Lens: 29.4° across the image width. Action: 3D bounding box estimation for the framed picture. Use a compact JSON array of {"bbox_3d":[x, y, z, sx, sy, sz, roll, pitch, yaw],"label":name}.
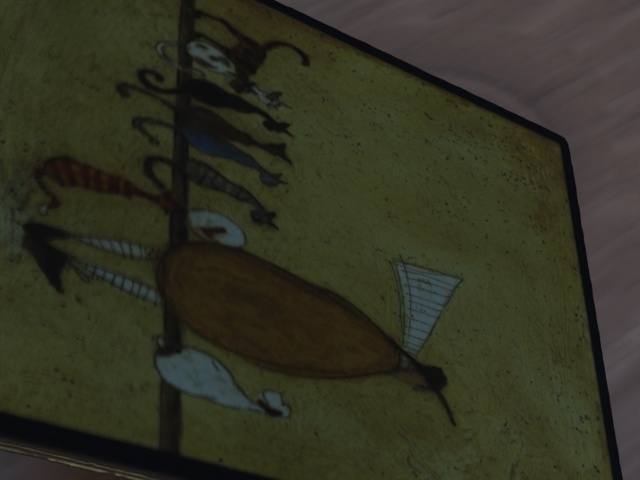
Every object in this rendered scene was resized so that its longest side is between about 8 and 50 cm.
[{"bbox_3d":[0.000,0.000,0.528,0.338,0.014,0.255,21,51,-29],"label":"framed picture"}]
